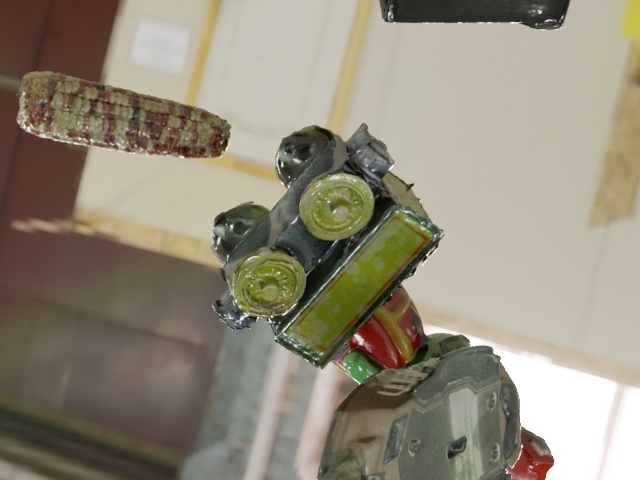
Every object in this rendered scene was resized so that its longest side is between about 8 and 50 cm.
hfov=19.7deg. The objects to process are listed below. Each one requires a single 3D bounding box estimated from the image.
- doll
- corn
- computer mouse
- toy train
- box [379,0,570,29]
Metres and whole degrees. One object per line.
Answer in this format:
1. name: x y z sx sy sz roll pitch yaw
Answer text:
1. doll: 0.149 0.202 2.216 0.363 0.160 0.182 41 -153 -3
2. corn: -0.217 -0.133 2.029 0.237 0.080 0.079 10 -174 -16
3. computer mouse: 0.079 0.220 1.894 0.115 0.200 0.389 0 -169 39
4. toy train: 0.000 0.000 1.977 0.177 0.261 0.134 32 -163 -31
5. box: 0.167 -0.443 2.045 0.204 0.251 0.345 0 -130 -8
